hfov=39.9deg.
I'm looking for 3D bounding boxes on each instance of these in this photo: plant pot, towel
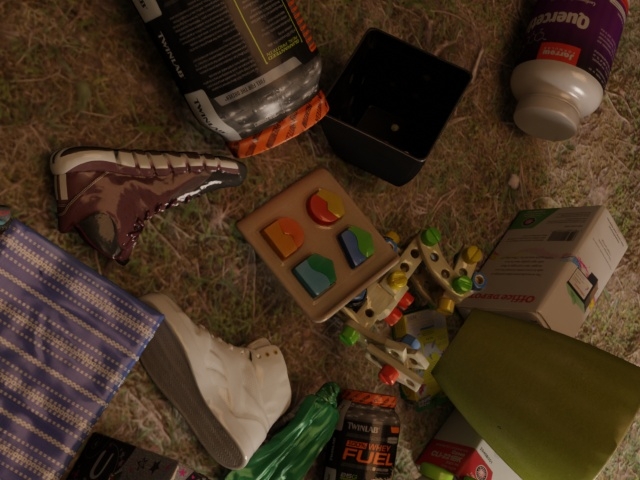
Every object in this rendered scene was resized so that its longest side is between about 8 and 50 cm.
[{"bbox_3d":[0.114,-0.199,1.445,0.187,0.167,0.188,27,68,9],"label":"plant pot"},{"bbox_3d":[0.344,0.252,1.487,0.293,0.274,0.275,33,63,11],"label":"plant pot"},{"bbox_3d":[-0.385,0.168,1.112,0.243,0.040,0.336,36,69,-12],"label":"towel"}]

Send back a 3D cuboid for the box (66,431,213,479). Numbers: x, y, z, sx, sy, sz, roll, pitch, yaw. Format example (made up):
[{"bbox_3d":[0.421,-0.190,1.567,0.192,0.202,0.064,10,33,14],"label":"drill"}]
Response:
[{"bbox_3d":[-0.220,0.358,1.149,0.163,0.247,0.142,41,64,-29],"label":"box"}]

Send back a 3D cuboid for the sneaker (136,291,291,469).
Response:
[{"bbox_3d":[-0.155,0.172,1.309,0.169,0.108,0.292,-44,111,-45],"label":"sneaker"}]

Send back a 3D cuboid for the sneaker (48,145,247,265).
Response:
[{"bbox_3d":[-0.241,-0.046,1.246,0.281,0.106,0.162,1,94,-27],"label":"sneaker"}]

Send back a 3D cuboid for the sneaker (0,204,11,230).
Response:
[{"bbox_3d":[-0.483,-0.090,1.051,0.262,0.104,0.125,25,72,-34],"label":"sneaker"}]

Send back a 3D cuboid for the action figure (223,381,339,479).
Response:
[{"bbox_3d":[-0.043,0.317,1.373,0.137,0.063,0.232,43,81,-31],"label":"action figure"}]

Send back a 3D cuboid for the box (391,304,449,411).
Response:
[{"bbox_3d":[0.187,0.212,1.593,0.105,0.043,0.179,-10,92,-37],"label":"box"}]

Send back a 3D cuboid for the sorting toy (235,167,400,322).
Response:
[{"bbox_3d":[0.000,0.000,1.391,0.193,0.038,0.208,-37,80,-28],"label":"sorting toy"}]

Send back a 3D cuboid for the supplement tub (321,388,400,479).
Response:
[{"bbox_3d":[0.068,0.345,1.451,0.117,0.117,0.190,14,81,-36],"label":"supplement tub"}]

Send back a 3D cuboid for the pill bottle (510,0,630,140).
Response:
[{"bbox_3d":[0.487,-0.367,1.747,0.181,0.181,0.323,32,70,-32],"label":"pill bottle"}]

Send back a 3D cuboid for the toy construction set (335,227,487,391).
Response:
[{"bbox_3d":[0.141,0.104,1.474,0.215,0.151,0.327,42,48,-4],"label":"toy construction set"}]

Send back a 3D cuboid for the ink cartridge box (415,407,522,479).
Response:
[{"bbox_3d":[0.333,0.387,1.654,0.273,0.114,0.197,-49,115,-28],"label":"ink cartridge box"}]

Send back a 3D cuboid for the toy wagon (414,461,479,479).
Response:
[{"bbox_3d":[0.158,0.496,1.418,0.344,0.068,0.267,28,80,-39],"label":"toy wagon"}]

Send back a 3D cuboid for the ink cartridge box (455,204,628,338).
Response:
[{"bbox_3d":[0.419,0.070,1.672,0.278,0.201,0.117,-51,117,-26],"label":"ink cartridge box"}]

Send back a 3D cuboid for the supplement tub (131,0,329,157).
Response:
[{"bbox_3d":[-0.132,-0.302,1.258,0.207,0.207,0.338,-38,111,-32],"label":"supplement tub"}]
